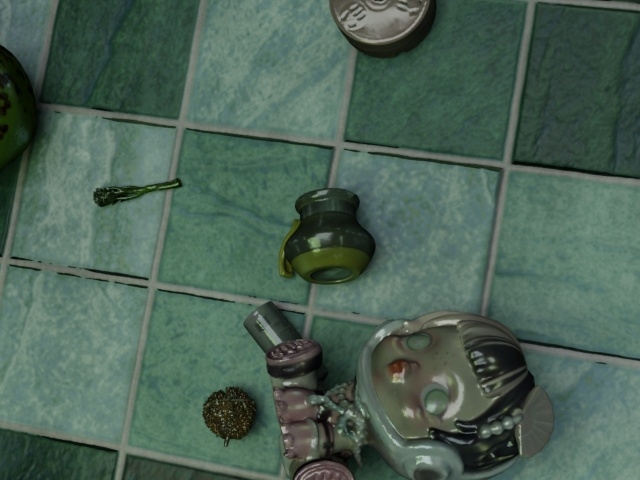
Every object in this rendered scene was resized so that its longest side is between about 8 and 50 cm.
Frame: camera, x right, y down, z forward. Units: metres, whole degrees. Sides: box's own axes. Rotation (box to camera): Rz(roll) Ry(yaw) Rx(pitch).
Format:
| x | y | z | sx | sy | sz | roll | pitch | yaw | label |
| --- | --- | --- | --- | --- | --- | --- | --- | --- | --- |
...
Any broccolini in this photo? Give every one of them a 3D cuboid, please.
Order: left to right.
| x | y | z | sx | sy | sz | roll | pitch | yaw | label |
| --- | --- | --- | --- | --- | --- | --- | --- | --- | --- |
| -0.281 | -0.076 | 1.706 | 0.140 | 0.035 | 0.030 | -10 | 85 | 10 | broccolini |

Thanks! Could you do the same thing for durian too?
| x | y | z | sx | sy | sz | roll | pitch | yaw | label |
| --- | --- | --- | --- | --- | --- | --- | --- | --- | --- |
| -0.133 | 0.253 | 1.610 | 0.080 | 0.080 | 0.091 | 4 | 63 | 13 | durian |

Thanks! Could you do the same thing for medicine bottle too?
| x | y | z | sx | sy | sz | roll | pitch | yaw | label |
| --- | --- | --- | --- | --- | --- | --- | --- | --- | --- |
| -0.031 | 0.179 | 1.607 | 0.057 | 0.057 | 0.199 | -42 | 77 | 5 | medicine bottle |

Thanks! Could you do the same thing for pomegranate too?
| x | y | z | sx | sy | sz | roll | pitch | yaw | label |
| --- | --- | --- | --- | --- | --- | --- | --- | --- | --- |
| -0.553 | -0.211 | 1.676 | 0.254 | 0.254 | 0.271 | 8 | 105 | 13 | pomegranate |

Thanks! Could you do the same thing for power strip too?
| x | y | z | sx | sy | sz | roll | pitch | yaw | label |
| --- | --- | --- | --- | --- | --- | --- | --- | --- | --- |
| 0.091 | -0.350 | 1.632 | 0.154 | 0.078 | 0.154 | -1 | 84 | 13 | power strip |

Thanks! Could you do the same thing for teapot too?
| x | y | z | sx | sy | sz | roll | pitch | yaw | label |
| --- | --- | --- | --- | --- | --- | --- | --- | --- | --- |
| 0.000 | 0.000 | 1.599 | 0.165 | 0.130 | 0.119 | -24 | 60 | 41 | teapot |

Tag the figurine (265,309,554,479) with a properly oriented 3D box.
| x | y | z | sx | sy | sz | roll | pitch | yaw | label |
| --- | --- | --- | --- | --- | --- | --- | --- | --- | --- |
| 0.109 | 0.218 | 1.482 | 0.361 | 0.211 | 0.253 | -17 | 66 | 2 | figurine |
